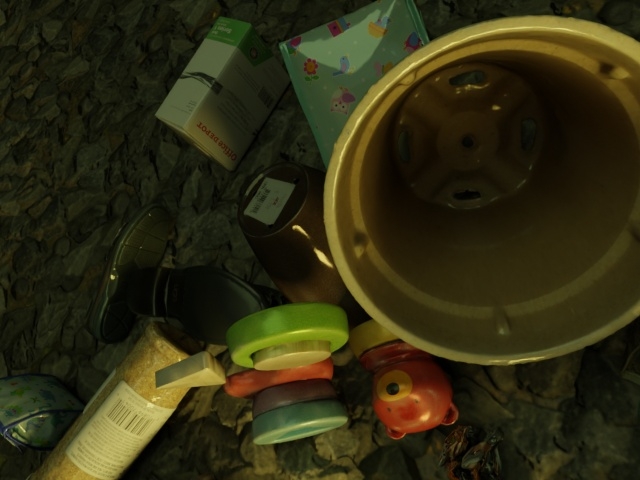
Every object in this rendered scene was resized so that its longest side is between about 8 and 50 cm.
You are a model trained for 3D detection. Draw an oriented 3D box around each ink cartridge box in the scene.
[{"bbox_3d":[-0.172,-0.262,0.940,0.093,0.160,0.219,28,82,31],"label":"ink cartridge box"}]

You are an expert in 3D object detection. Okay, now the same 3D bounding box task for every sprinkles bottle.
[{"bbox_3d":[-0.327,0.300,0.812,0.121,0.121,0.355,36,87,30],"label":"sprinkles bottle"}]

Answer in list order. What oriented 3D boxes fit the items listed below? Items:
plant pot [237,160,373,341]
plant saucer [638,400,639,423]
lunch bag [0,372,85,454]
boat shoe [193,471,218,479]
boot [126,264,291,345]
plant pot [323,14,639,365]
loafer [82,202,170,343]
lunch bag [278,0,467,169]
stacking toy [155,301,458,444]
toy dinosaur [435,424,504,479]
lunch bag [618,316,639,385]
[{"bbox_3d":[0.000,0.000,0.699,0.216,0.230,0.215,-18,54,27],"label":"plant pot"},{"bbox_3d":[0.429,0.204,0.579,0.120,0.021,0.119,-9,67,21],"label":"plant saucer"},{"bbox_3d":[-0.500,0.290,0.873,0.129,0.151,0.096,25,81,28],"label":"lunch bag"},{"bbox_3d":[-0.255,0.466,0.723,0.324,0.116,0.096,-41,55,0],"label":"boat shoe"},{"bbox_3d":[-0.117,0.085,0.740,0.263,0.229,0.091,9,87,35],"label":"boot"},{"bbox_3d":[0.189,-0.083,0.601,0.334,0.305,0.333,3,114,8],"label":"plant pot"},{"bbox_3d":[-0.366,0.051,0.945,0.084,0.096,0.267,12,78,33],"label":"loafer"},{"bbox_3d":[0.090,-0.217,0.809,0.224,0.160,0.262,-19,97,15],"label":"lunch bag"},{"bbox_3d":[-0.016,0.188,0.612,0.309,0.280,0.130,-32,58,33],"label":"stacking toy"},{"bbox_3d":[0.212,0.377,0.563,0.219,0.164,0.321,-13,83,34],"label":"toy dinosaur"},{"bbox_3d":[0.425,0.030,0.483,0.169,0.287,0.235,25,74,29],"label":"lunch bag"}]
